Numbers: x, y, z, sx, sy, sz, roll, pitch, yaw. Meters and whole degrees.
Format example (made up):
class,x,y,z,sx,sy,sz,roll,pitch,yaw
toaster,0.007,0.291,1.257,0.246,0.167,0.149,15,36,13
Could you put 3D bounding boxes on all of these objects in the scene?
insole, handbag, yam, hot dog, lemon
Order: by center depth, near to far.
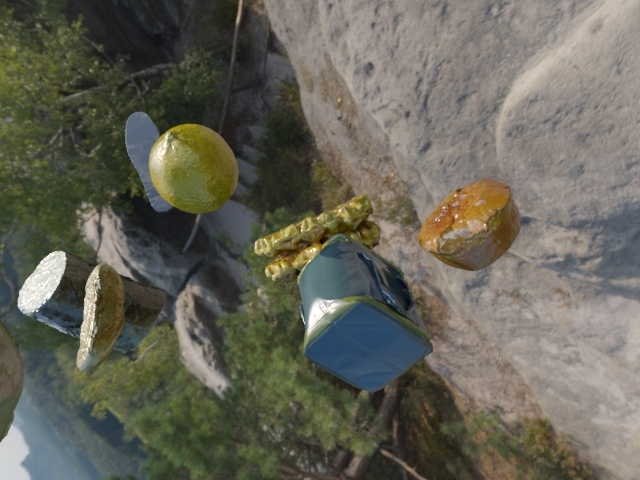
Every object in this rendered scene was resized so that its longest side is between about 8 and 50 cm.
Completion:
class,x,y,z,sx,sy,sz,roll,pitch,yaw
lemon,-0.266,-0.151,0.870,0.179,0.178,0.203,25,159,28
handbag,0.081,0.154,0.897,0.263,0.241,0.222,32,112,-22
hot dog,-0.468,0.162,0.901,0.084,0.073,0.242,-46,45,32
yam,-0.643,0.179,1.207,0.241,0.240,0.348,2,155,43
insole,-0.536,-0.250,1.311,0.009,0.119,0.348,46,-159,-81

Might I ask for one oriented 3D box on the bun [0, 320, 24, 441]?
class,x,y,z,sx,sy,sz,roll,pitch,yaw
bun,-0.425,0.176,0.368,0.187,0.293,0.292,25,136,38

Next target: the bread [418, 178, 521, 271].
class,x,y,z,sx,sy,sz,roll,pitch,yaw
bread,0.444,-0.047,1.242,0.172,0.312,0.312,43,144,-15

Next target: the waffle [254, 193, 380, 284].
class,x,y,z,sx,sy,sz,roll,pitch,yaw
waffle,0.000,0.000,1.092,0.325,0.261,0.151,-25,96,8
